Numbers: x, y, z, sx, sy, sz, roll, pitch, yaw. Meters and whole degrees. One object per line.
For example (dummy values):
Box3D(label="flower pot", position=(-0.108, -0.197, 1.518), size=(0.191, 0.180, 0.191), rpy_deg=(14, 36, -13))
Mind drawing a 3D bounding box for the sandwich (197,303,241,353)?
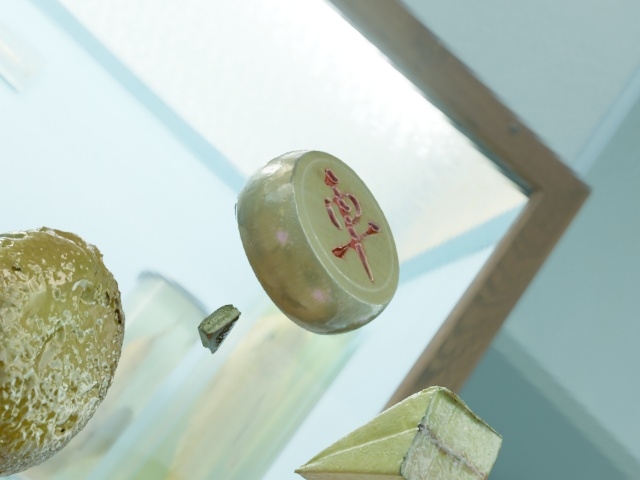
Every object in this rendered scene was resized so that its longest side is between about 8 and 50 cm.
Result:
Box3D(label="sandwich", position=(-0.146, 0.122, 2.014), size=(0.031, 0.044, 0.083), rpy_deg=(45, -64, 29))

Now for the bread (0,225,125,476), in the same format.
Box3D(label="bread", position=(-0.284, 0.098, 1.348), size=(0.139, 0.240, 0.240), rpy_deg=(14, -37, 34))

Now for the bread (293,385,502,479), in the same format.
Box3D(label="bread", position=(0.114, 0.322, 2.223), size=(0.264, 0.163, 0.168), rpy_deg=(-6, -42, 49))

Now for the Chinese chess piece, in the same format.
Box3D(label="Chinese chess piece", position=(0.000, 0.000, 1.915), size=(0.097, 0.250, 0.251), rpy_deg=(-29, -67, 29))
